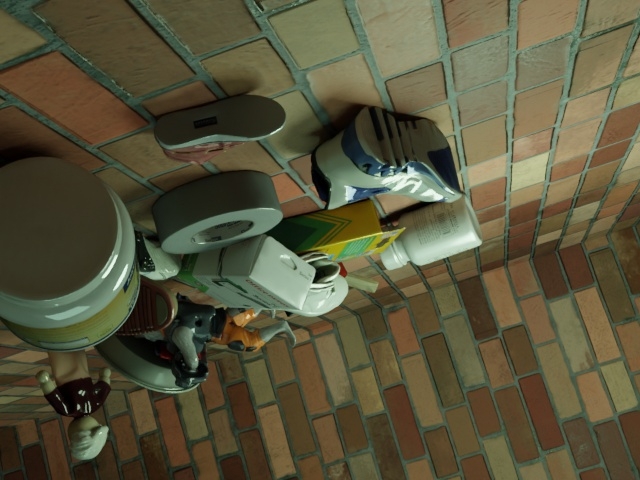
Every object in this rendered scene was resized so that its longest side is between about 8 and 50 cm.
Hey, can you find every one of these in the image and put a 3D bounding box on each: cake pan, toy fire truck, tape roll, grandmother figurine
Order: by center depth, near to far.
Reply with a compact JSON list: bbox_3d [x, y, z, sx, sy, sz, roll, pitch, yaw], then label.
[{"bbox_3d":[-0.179,-0.046,1.621,0.219,0.072,0.219,-17,168,-4],"label":"tape roll"},{"bbox_3d":[-0.551,0.319,2.081,0.208,0.342,0.104,-2,161,-47],"label":"grandmother figurine"},{"bbox_3d":[-0.384,0.226,2.119,0.293,0.293,0.054,1,129,-53],"label":"cake pan"},{"bbox_3d":[0.024,0.094,2.357,0.246,0.158,0.217,-24,171,-24],"label":"toy fire truck"}]

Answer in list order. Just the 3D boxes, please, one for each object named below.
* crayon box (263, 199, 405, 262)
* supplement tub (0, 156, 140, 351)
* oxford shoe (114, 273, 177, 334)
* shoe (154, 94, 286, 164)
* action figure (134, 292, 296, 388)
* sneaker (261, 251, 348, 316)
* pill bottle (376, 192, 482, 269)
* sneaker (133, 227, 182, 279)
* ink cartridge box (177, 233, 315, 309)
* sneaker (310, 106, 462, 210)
[{"bbox_3d":[0.000,0.000,2.024,0.323,0.083,0.203,-13,167,-14],"label":"crayon box"},{"bbox_3d":[-0.375,0.025,1.319,0.228,0.228,0.316,-14,167,-13],"label":"supplement tub"},{"bbox_3d":[-0.382,0.087,1.689,0.348,0.123,0.130,10,-165,29],"label":"oxford shoe"},{"bbox_3d":[-0.135,-0.150,1.271,0.178,0.063,0.081,-10,168,-5],"label":"shoe"},{"bbox_3d":[-0.252,0.163,2.081,0.330,0.341,0.178,-5,121,-16],"label":"action figure"},{"bbox_3d":[-0.001,0.094,1.990,0.169,0.108,0.292,-23,165,39],"label":"sneaker"},{"bbox_3d":[0.249,-0.015,2.170,0.229,0.131,0.131,-20,167,17],"label":"pill bottle"},{"bbox_3d":[-0.342,0.032,1.727,0.086,0.085,0.237,-13,166,16],"label":"sneaker"},{"bbox_3d":[-0.144,0.063,1.812,0.219,0.092,0.160,-2,152,45],"label":"ink cartridge box"},{"bbox_3d":[0.088,-0.126,1.555,0.182,0.127,0.315,-21,160,34],"label":"sneaker"}]
